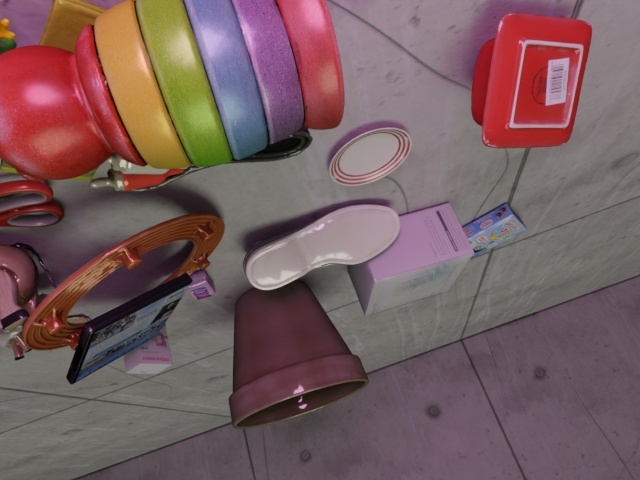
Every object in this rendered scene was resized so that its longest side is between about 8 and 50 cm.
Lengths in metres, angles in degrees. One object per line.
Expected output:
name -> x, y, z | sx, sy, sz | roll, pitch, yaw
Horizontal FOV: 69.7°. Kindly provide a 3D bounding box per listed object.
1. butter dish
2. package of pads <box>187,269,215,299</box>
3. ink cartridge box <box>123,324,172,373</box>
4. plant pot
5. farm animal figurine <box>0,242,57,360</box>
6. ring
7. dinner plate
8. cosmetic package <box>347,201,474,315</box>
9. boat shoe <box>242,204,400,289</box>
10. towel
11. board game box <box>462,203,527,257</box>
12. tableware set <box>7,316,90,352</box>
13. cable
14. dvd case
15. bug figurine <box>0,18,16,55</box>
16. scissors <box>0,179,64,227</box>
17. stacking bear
butter dish -> 0.261, -0.211, 0.624 | 0.160, 0.118, 0.160 | -6, 110, -21
package of pads -> -0.250, 0.093, 0.948 | 0.050, 0.032, 0.083 | -14, 154, -5
ink cartridge box -> -0.384, 0.226, 1.011 | 0.052, 0.122, 0.088 | -31, 152, 22
plant pot -> -0.079, 0.259, 1.103 | 0.323, 0.280, 0.323 | -15, 153, -8
farm animal figurine -> -0.528, 0.089, 0.596 | 0.327, 0.172, 0.330 | -24, 165, -34
ring -> -0.288, 0.073, 0.729 | 0.337, 0.032, 0.336 | -38, 171, -7
dinner plate -> 0.079, -0.137, 0.744 | 0.141, 0.017, 0.141 | -15, 154, -7
cosmetic package -> 0.192, 0.051, 1.049 | 0.225, 0.138, 0.224 | -14, 153, -7
boat shoe -> 0.000, 0.000, 0.904 | 0.320, 0.116, 0.099 | -21, -162, -12
towel -> -0.262, -0.147, 0.494 | 0.102, 0.021, 0.237 | 1, 147, -46
board game box -> 0.412, -0.008, 1.194 | 0.212, 0.039, 0.160 | -33, 150, 25
tableware set -> -0.560, 0.200, 0.959 | 0.169, 0.020, 0.141 | -6, 151, -24
cable -> -0.144, -0.100, 0.588 | 0.287, 0.072, 0.139 | -3, 148, -35
dvd case -> -0.335, 0.156, 0.797 | 0.180, 0.022, 0.253 | -29, 169, -44
bug figurine -> -0.384, -0.136, 0.370 | 0.216, 0.072, 0.279 | 0, 144, -46
scissors -> -0.484, -0.021, 0.586 | 0.297, 0.021, 0.109 | -13, 162, -7
stacking bear -> -0.140, -0.136, 0.402 | 0.289, 0.164, 0.175 | -18, 145, -6
